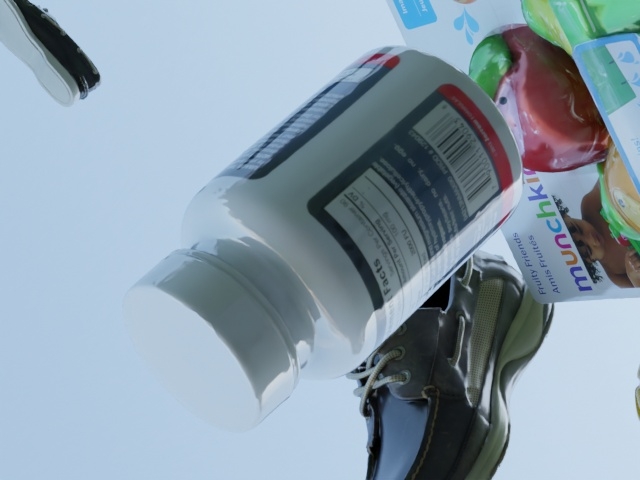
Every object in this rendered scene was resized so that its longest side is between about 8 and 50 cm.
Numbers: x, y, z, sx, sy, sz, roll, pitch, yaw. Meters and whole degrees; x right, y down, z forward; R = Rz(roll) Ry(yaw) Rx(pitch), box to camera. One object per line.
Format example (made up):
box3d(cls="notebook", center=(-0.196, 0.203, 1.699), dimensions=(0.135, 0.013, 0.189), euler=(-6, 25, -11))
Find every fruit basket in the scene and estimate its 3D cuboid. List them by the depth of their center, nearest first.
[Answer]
box3d(cls="fruit basket", center=(0.198, -0.093, 1.124), dimensions=(0.165, 0.353, 0.327), euler=(-39, -72, -37))

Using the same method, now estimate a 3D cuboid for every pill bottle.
box3d(cls="pill bottle", center=(0.000, 0.000, 0.729), dimensions=(0.180, 0.108, 0.108), euler=(-42, -86, -31))

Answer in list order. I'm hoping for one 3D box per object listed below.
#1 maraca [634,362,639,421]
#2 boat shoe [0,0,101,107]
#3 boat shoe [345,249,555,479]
box3d(cls="maraca", center=(0.295, 0.140, 1.189), dimensions=(0.185, 0.099, 0.127), euler=(60, -152, -22))
box3d(cls="boat shoe", center=(-0.223, -0.163, 1.270), dimensions=(0.125, 0.046, 0.038), euler=(48, -125, 5))
box3d(cls="boat shoe", center=(0.079, 0.122, 1.290), dimensions=(0.130, 0.132, 0.355), euler=(39, -144, -6))
